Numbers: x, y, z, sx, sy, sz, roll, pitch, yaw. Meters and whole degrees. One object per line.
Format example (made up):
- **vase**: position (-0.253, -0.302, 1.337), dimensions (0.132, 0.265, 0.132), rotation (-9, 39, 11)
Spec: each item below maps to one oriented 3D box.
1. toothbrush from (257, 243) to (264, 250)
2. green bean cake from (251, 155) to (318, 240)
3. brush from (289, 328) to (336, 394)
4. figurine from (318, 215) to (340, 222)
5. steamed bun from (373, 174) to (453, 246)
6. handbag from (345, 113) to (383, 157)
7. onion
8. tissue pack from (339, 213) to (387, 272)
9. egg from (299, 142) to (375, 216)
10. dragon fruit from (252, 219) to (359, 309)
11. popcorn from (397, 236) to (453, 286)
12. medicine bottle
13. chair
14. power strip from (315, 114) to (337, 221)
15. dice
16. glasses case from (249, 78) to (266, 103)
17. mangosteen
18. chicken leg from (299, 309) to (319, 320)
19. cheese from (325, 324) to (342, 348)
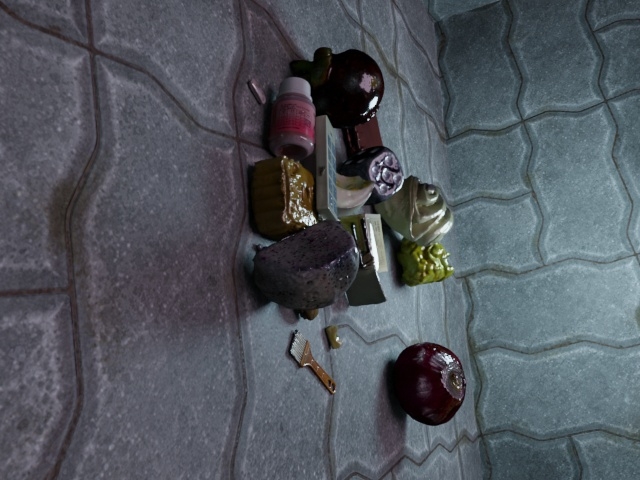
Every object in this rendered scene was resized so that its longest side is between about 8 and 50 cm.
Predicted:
- **toothbrush**: position (-0.106, 0.076, 1.656), dimensions (0.276, 0.025, 0.019), rotation (44, 44, -50)
- **green bean cake**: position (-0.098, -0.121, 1.623), dimensions (0.224, 0.131, 0.229), rotation (19, 65, -62)
- **brush**: position (-0.016, 0.398, 1.736), dimensions (0.314, 0.017, 0.090), rotation (57, 37, -39)
- **figurine**: position (0.000, 0.000, 1.802), dimensions (0.132, 0.132, 0.153), rotation (3, 88, -63)
- **steamed bun**: position (0.434, -0.151, 2.464), dimensions (0.352, 0.247, 0.339), rotation (41, 22, 19)
- **handbag**: position (0.184, -0.439, 2.345), dimensions (0.275, 0.084, 0.260), rotation (-26, 105, -62)
- **onion**: position (0.430, 0.586, 2.268), dimensions (0.260, 0.282, 0.336), rotation (17, 74, -39)
- **tissue pack**: position (0.166, 0.016, 2.102), dimensions (0.159, 0.125, 0.234), rotation (-5, 86, -62)
- **egg**: position (0.026, -0.172, 1.859), dimensions (0.271, 0.162, 0.206), rotation (26, 63, -8)
- **dragon fruit**: position (-0.015, 0.096, 1.524), dimensions (0.283, 0.221, 0.204), rotation (-29, 125, -33)
- **popcorn**: position (0.480, 0.084, 2.594), dimensions (0.242, 0.235, 0.250), rotation (1, 67, -45)
- **medicine bottle**: position (-0.086, -0.381, 1.727), dimensions (0.147, 0.147, 0.247), rotation (37, 50, -54)
- **chair**: position (0.109, 0.095, 1.936), dimensions (0.186, 0.160, 0.319), rotation (-23, 101, -68)
- **power strip**: position (0.018, -0.232, 1.727), dimensions (0.106, 0.043, 0.367), rotation (53, 33, -62)
- **dice**: position (0.198, -0.251, 2.136), dimensions (0.183, 0.182, 0.181), rotation (-39, 115, -27)
- **glasses case**: position (-0.191, -0.453, 1.677), dimensions (0.083, 0.021, 0.032), rotation (58, 31, -36)
- **mangosteen**: position (0.075, -0.544, 1.962), dimensions (0.311, 0.311, 0.311), rotation (32, 54, -56)
- **chicken leg**: position (-0.034, 0.147, 1.697), dimensions (0.085, 0.069, 0.198), rotation (7, 84, -36)
- **cheese**: position (0.047, 0.323, 1.852), dimensions (0.030, 0.044, 0.083), rotation (-63, 135, -74)
